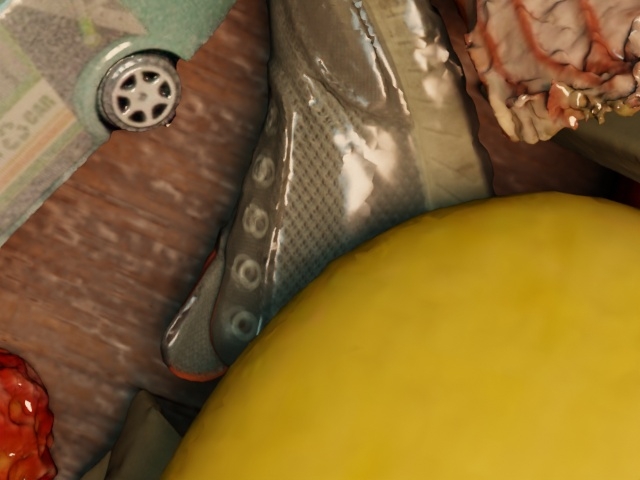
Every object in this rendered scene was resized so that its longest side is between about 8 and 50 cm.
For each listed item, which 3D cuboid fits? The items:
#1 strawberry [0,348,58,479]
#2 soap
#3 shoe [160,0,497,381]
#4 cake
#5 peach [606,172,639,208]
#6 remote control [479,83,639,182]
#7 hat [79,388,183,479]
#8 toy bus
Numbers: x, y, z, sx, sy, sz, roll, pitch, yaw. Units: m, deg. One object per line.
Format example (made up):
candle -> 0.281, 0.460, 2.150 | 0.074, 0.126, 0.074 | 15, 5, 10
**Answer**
strawberry -> -0.234, 0.126, 0.616 | 0.237, 0.111, 0.190 | -28, 91, -4
soap -> 0.057, 0.180, 0.466 | 0.306, 0.115, 0.427 | 26, 72, 18
shoe -> 0.000, 0.000, 0.635 | 0.171, 0.132, 0.336 | -19, 96, 5
cake -> 0.084, -0.124, 0.551 | 0.098, 0.287, 0.135 | -26, 115, 5
peach -> 0.272, -0.014, 0.632 | 0.281, 0.281, 0.338 | 38, 121, -4
remote control -> 0.153, -0.077, 0.557 | 0.038, 0.285, 0.123 | 38, 91, -19
hat -> -0.069, 0.182, 0.611 | 0.166, 0.144, 0.173 | 41, 92, -6
toy bus -> -0.147, -0.057, 0.594 | 0.261, 0.091, 0.109 | -45, 132, 2
